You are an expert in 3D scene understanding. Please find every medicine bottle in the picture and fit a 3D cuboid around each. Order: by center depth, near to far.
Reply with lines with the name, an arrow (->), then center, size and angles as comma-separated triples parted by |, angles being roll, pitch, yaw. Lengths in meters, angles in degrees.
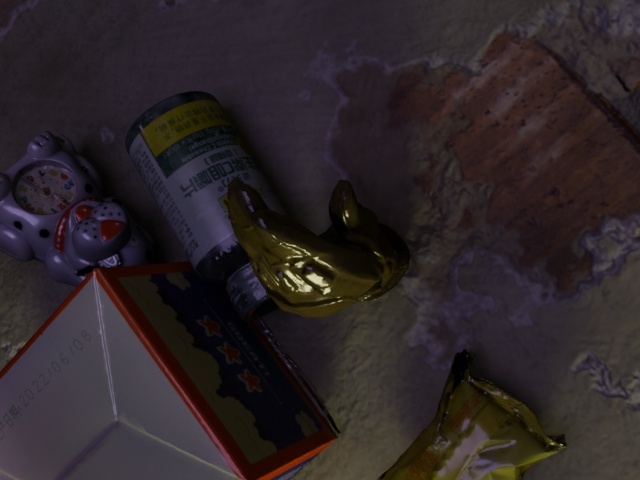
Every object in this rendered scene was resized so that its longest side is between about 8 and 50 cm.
medicine bottle -> -0.129, -0.042, 1.167 | 0.141, 0.141, 0.293 | -36, 76, 20

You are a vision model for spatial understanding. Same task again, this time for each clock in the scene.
clock -> -0.335, -0.009, 1.257 | 0.254, 0.189, 0.188 | 36, 104, 14

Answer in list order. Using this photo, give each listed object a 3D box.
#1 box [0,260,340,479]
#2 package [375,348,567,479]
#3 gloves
box -> -0.225, 0.252, 1.151 | 0.348, 0.257, 0.318 | -46, 72, 19
package -> 0.170, 0.263, 1.062 | 0.168, 0.090, 0.226 | 39, 103, 22
gloves -> 0.001, 0.016, 1.008 | 0.154, 0.331, 0.141 | 0, 83, 24
